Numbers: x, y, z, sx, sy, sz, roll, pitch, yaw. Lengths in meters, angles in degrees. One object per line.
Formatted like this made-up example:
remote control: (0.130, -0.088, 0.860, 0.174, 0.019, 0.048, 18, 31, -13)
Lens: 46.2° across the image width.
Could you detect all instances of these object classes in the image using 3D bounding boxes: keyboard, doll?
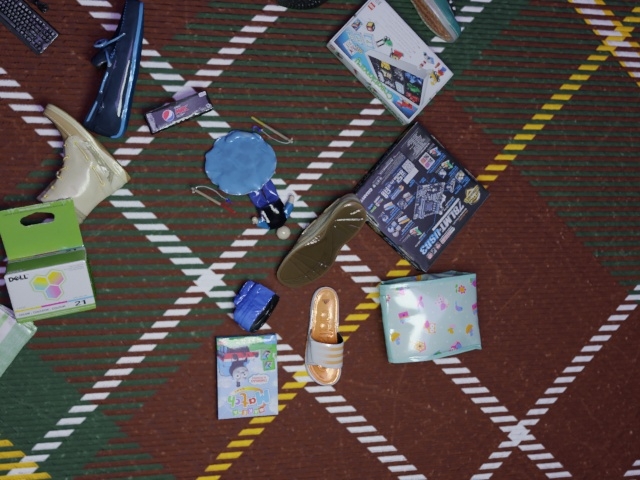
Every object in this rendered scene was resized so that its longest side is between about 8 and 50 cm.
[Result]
keyboard: (-0.720, -0.552, 1.827, 0.180, 0.023, 0.108, 43, 82, -12)
doll: (-0.127, -0.090, 1.967, 0.129, 0.046, 0.189, -26, 97, -10)

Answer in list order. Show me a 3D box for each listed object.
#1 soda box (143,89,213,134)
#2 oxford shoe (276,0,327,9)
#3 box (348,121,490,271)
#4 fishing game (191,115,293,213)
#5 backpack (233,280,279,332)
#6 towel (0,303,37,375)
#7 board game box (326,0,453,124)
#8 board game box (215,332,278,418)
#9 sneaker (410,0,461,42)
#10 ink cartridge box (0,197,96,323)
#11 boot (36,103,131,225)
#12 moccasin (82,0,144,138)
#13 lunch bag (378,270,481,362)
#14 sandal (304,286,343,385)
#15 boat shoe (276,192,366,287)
soda box: (-0.359, -0.324, 1.898, 0.168, 0.060, 0.053, -24, 98, -12)
oxford shoe: (-0.014, -0.672, 1.972, 0.227, 0.083, 0.096, -18, 72, -10)
box: (0.265, -0.117, 2.045, 0.293, 0.073, 0.296, 42, 82, -12)
fishing game: (-0.206, -0.196, 1.925, 0.189, 0.041, 0.264, 28, 71, 13)
backpack: (-0.174, 0.172, 1.940, 0.101, 0.098, 0.120, 30, 84, 17)
towel: (-0.890, 0.213, 1.802, 0.324, 0.038, 0.248, 38, 84, -13)
board game box: (0.189, -0.488, 2.026, 0.305, 0.053, 0.193, 44, 81, -11)
board game box: (-0.193, 0.354, 1.967, 0.160, 0.039, 0.212, -2, 93, -14)
sneaker: (0.301, -0.681, 2.019, 0.121, 0.108, 0.302, -39, 98, -5)
ink cartridge box: (-0.653, 0.048, 1.779, 0.188, 0.097, 0.255, -11, 116, -13)
boot: (-0.623, -0.180, 1.823, 0.203, 0.095, 0.262, -45, 108, -8)
moccasin: (-0.505, -0.425, 1.824, 0.116, 0.137, 0.342, 11, 88, -9)
lunch bag: (0.283, 0.203, 2.016, 0.262, 0.160, 0.224, -8, 94, -19)
sandal: (0.012, 0.258, 1.993, 0.101, 0.076, 0.266, -1, 92, -13)
boat shoe: (0.000, 0.000, 1.965, 0.109, 0.098, 0.302, 36, 107, -21)
